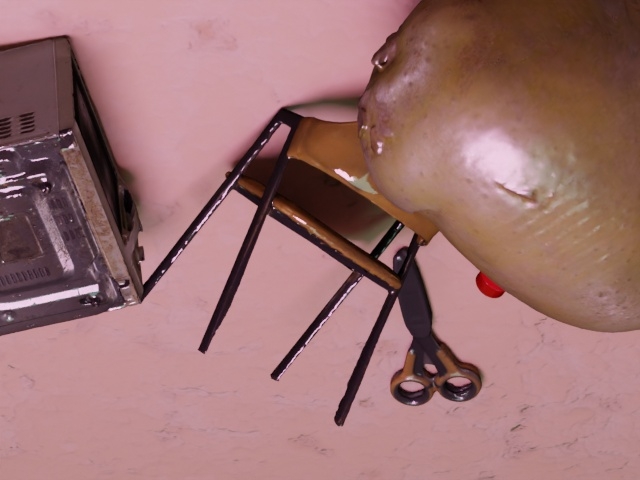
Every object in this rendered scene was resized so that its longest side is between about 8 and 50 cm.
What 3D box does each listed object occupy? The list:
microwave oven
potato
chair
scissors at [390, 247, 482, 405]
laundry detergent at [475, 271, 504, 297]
[{"bbox_3d":[-0.236,-0.033,1.334,0.163,0.129,0.205,-15,137,1],"label":"microwave oven"},{"bbox_3d":[0.190,-0.075,1.224,0.326,0.221,0.243,36,111,-28],"label":"potato"},{"bbox_3d":[0.000,0.000,1.371,0.159,0.172,0.247,32,86,-31],"label":"chair"},{"bbox_3d":[0.092,0.082,1.558,0.088,0.017,0.220,-5,138,11],"label":"scissors"},{"bbox_3d":[0.172,-0.009,1.432,0.097,0.049,0.165,21,136,-12],"label":"laundry detergent"}]
